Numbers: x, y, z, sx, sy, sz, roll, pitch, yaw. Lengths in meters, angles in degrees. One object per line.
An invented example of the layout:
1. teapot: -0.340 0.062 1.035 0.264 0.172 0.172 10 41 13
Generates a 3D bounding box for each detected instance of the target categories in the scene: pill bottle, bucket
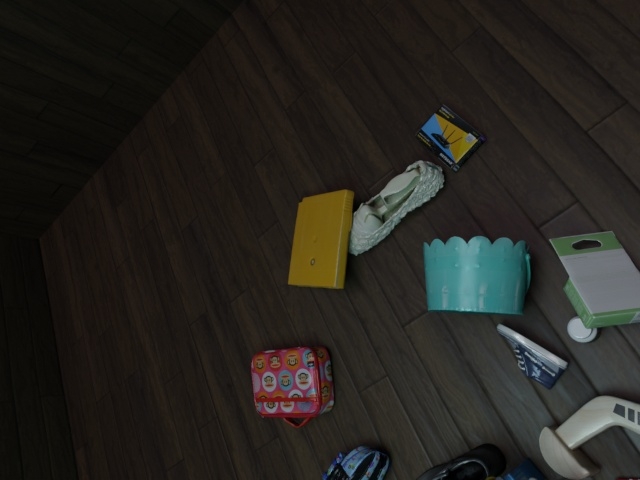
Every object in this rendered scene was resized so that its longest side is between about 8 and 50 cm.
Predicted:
1. pill bottle: 0.635 0.214 1.169 0.065 0.116 0.065 -9 74 33
2. bucket: 0.405 0.100 1.270 0.281 0.281 0.183 -2 80 35

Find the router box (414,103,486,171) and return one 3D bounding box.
1. router box: 0.399 -0.318 1.500 0.133 0.046 0.179 -49 57 16

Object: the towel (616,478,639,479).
1. towel: 0.775 0.608 0.999 0.275 0.031 0.198 -15 60 33

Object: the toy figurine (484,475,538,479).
1. toy figurine: 0.416 0.594 0.983 0.213 0.148 0.209 -17 63 33

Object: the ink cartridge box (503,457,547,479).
1. ink cartridge box: 0.489 0.694 1.114 0.198 0.197 0.270 -50 57 16

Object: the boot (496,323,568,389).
1. boot: 0.529 0.298 1.254 0.190 0.069 0.086 33 96 34

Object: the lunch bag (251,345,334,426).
1. lunch bag: -0.095 0.493 1.631 0.293 0.120 0.258 -15 75 34

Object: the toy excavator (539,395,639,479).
1. toy excavator: 0.747 0.378 1.027 0.445 0.222 0.433 19 91 50

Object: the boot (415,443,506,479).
1. boot: 0.306 0.637 1.241 0.338 0.223 0.118 -48 58 17

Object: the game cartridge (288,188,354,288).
1. game cartridge: 0.000 0.000 1.662 0.285 0.053 0.323 -3 76 54

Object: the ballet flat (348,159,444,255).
1. ballet flat: 0.203 -0.115 1.541 0.409 0.147 0.147 -42 59 21

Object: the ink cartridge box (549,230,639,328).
1. ink cartridge box: 0.671 0.090 1.161 0.171 0.056 0.235 -7 48 -2

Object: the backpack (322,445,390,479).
1. backpack: 0.113 0.676 1.417 0.173 0.158 0.117 -55 36 -4
